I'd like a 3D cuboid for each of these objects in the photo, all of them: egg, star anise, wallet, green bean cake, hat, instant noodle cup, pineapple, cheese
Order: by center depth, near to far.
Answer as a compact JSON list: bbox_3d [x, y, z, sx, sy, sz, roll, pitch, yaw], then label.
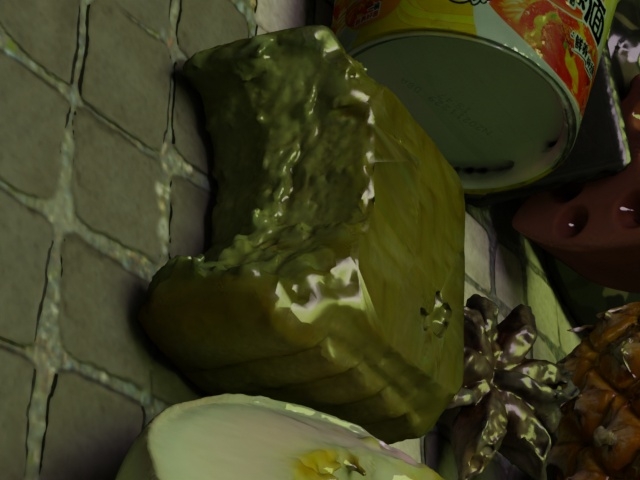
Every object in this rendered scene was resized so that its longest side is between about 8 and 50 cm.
[{"bbox_3d":[-0.031,0.201,0.614,0.206,0.161,0.271,25,12,-15],"label":"egg"},{"bbox_3d":[0.000,0.000,0.796,0.233,0.124,0.236,41,43,-44],"label":"green bean cake"},{"bbox_3d":[0.117,-0.176,0.980,0.264,0.264,0.200,46,49,-40],"label":"instant noodle cup"},{"bbox_3d":[0.141,0.119,1.009,0.182,0.065,0.195,29,57,-19],"label":"star anise"},{"bbox_3d":[0.356,0.220,1.115,0.352,0.352,0.300,45,31,-41],"label":"pineapple"},{"bbox_3d":[0.324,-0.027,1.164,0.128,0.203,0.177,34,12,-36],"label":"cheese"},{"bbox_3d":[0.194,-0.200,1.186,0.044,0.171,0.321,32,48,-70],"label":"wallet"},{"bbox_3d":[0.365,-0.085,1.351,0.381,0.257,0.366,50,47,-11],"label":"hat"}]
